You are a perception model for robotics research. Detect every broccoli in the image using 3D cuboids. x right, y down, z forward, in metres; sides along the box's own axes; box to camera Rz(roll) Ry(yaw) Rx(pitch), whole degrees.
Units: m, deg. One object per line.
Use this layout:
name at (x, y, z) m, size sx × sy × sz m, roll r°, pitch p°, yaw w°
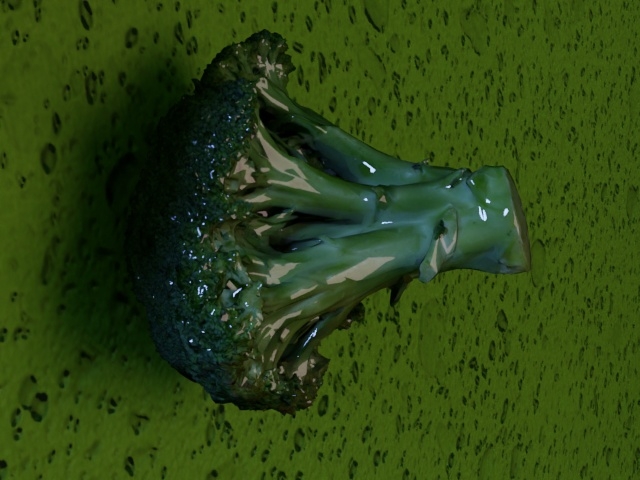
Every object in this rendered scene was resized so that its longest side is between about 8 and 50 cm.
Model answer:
broccoli at (0.000, 0.000, 0.885) m, size 0.254 × 0.269 × 0.269 m, roll 73°, pitch 32°, yaw -41°
